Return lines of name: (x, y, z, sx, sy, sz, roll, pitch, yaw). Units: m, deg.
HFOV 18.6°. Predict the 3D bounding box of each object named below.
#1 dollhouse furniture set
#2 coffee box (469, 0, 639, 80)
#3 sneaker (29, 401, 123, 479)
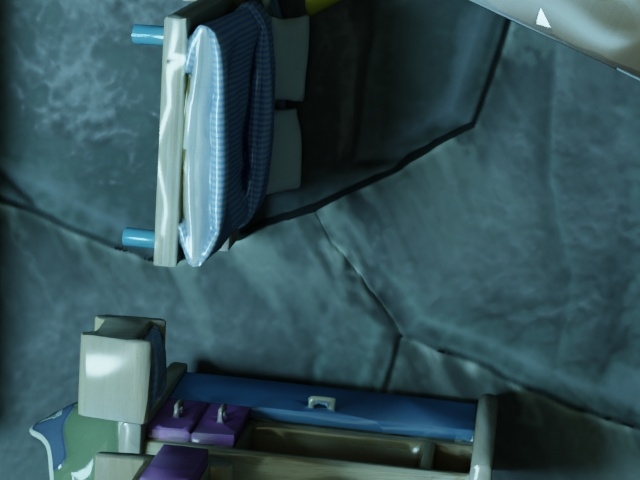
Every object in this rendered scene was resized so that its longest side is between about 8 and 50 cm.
dollhouse furniture set: (0.000, 0.000, 1.019, 0.198, 0.286, 0.303, 5, 101, 6)
coffee box: (0.204, -0.148, 1.055, 0.246, 0.098, 0.141, 27, 100, 9)
sneaker: (-0.133, 0.189, 1.172, 0.086, 0.064, 0.192, -4, 88, 13)
